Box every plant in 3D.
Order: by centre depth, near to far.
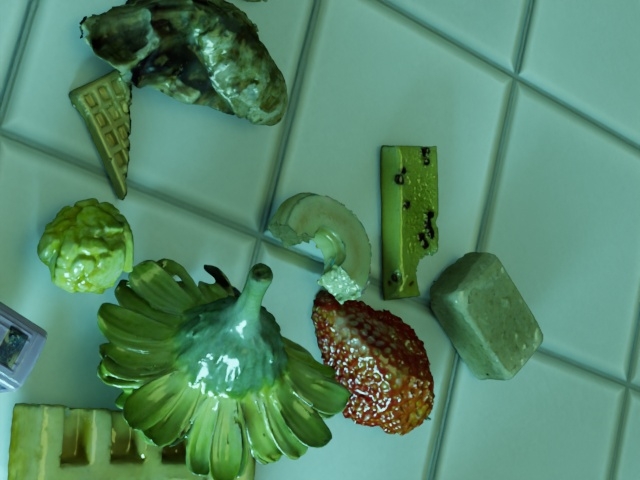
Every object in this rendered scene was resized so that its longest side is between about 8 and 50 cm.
[{"bbox_3d":[-0.117,0.107,1.627,0.305,0.261,0.297,0,117,-15],"label":"plant"}]

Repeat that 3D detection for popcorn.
[{"bbox_3d":[-0.279,0.011,1.609,0.121,0.116,0.106,-100,178,-46],"label":"popcorn"}]

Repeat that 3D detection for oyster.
[{"bbox_3d":[-0.162,-0.232,1.705,0.294,0.094,0.166,-2,86,-41],"label":"oyster"}]

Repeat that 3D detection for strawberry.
[{"bbox_3d":[0.091,0.175,1.882,0.236,0.106,0.175,28,71,-33],"label":"strawberry"}]

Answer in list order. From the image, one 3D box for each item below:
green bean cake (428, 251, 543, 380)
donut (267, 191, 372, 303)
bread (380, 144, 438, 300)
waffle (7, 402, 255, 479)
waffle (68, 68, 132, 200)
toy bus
[{"bbox_3d":[0.247,0.115,2.021,0.109,0.085,0.179,-47,114,-28],"label":"green bean cake"},{"bbox_3d":[0.004,-0.001,1.838,0.166,0.065,0.108,43,47,-17],"label":"donut"},{"bbox_3d":[0.130,-0.027,1.958,0.088,0.049,0.226,-1,89,-38],"label":"bread"},{"bbox_3d":[-0.227,0.353,1.646,0.348,0.077,0.304,7,85,-38],"label":"waffle"},{"bbox_3d":[-0.245,-0.137,1.685,0.097,0.023,0.153,-32,106,-34],"label":"waffle"},{"bbox_3d":[-0.410,0.090,1.492,0.199,0.108,0.096,38,66,-31],"label":"toy bus"}]
